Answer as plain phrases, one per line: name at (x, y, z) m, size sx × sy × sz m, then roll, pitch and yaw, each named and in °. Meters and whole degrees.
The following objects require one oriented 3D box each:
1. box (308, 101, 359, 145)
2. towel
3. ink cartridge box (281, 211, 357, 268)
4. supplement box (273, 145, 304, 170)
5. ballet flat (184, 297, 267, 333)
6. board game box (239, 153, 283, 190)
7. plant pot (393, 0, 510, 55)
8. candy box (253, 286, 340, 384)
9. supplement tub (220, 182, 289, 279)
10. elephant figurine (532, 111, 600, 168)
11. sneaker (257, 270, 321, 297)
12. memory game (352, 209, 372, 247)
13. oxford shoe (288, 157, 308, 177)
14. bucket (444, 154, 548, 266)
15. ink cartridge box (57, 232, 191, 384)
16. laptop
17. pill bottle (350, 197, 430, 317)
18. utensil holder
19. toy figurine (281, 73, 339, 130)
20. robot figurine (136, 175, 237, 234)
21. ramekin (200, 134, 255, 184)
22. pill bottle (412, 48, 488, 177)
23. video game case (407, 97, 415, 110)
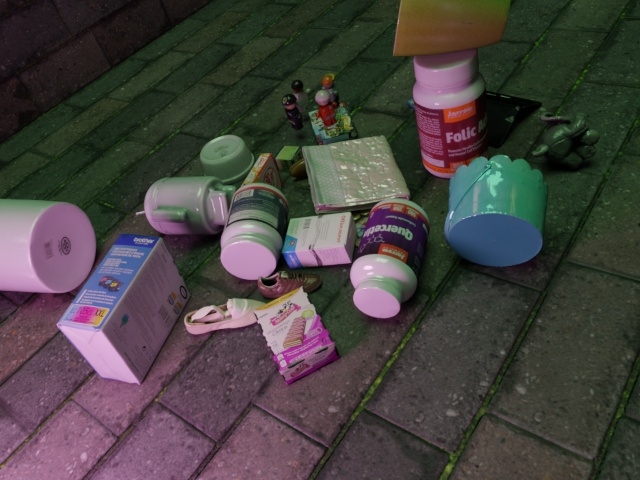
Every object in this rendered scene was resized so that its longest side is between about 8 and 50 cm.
box at (0.049, -0.456, 2.223) m, size 0.159 × 0.044 × 0.233 m, roll -17°, pitch 42°, yaw 2°
towel at (0.112, -0.231, 1.905) m, size 0.317 × 0.053 × 0.332 m, roll -8°, pitch 48°, yaw -6°
ink cartridge box at (0.000, 0.000, 1.720) m, size 0.203 × 0.086 × 0.148 m, roll -5°, pitch 45°, yaw 19°
supplement box at (-0.116, -0.309, 2.118) m, size 0.083 × 0.056 × 0.083 m, roll 7°, pitch 48°, yaw 26°
ballet flat at (-0.273, 0.210, 1.609) m, size 0.248 × 0.086 × 0.086 m, roll -16°, pitch 42°, yaw 3°
board game box at (-0.202, -0.187, 1.954) m, size 0.045 × 0.147 × 0.193 m, roll 3°, pitch 47°, yaw 23°
plant pot at (0.372, -0.646, 1.590) m, size 0.293 × 0.275 × 0.275 m, roll 9°, pitch 47°, yaw 5°
candy box at (-0.068, 0.248, 1.503) m, size 0.159 × 0.071 × 0.233 m, roll -26°, pitch 42°, yaw -8°
supplement tub at (-0.204, -0.032, 1.758) m, size 0.191 × 0.191 × 0.272 m, roll -7°, pitch 43°, yaw 12°
elephant figurine at (0.765, -0.338, 1.788) m, size 0.169 × 0.186 × 0.239 m, roll -53°, pitch 19°, yaw 27°
sneaker at (-0.092, 0.123, 1.643) m, size 0.188 × 0.071 × 0.066 m, roll -13°, pitch 42°, yaw 7°
memory game at (0.155, -0.046, 1.777) m, size 0.186 × 0.012 × 0.186 m, roll -10°, pitch 43°, yaw 10°
oxford shoe at (-0.010, -0.261, 2.020) m, size 0.212 × 0.076 × 0.076 m, roll -15°, pitch 48°, yaw 3°
bucket at (0.468, -0.069, 1.504) m, size 0.281 × 0.281 × 0.183 m, roll 2°, pitch 54°, yaw 21°
ink cartridge box at (-0.525, 0.167, 1.604) m, size 0.151 × 0.270 × 0.395 m, roll 7°, pitch 48°, yaw 19°
laptop at (0.621, -0.445, 2.031) m, size 0.234 × 0.137 × 0.264 m, roll 27°, pitch 33°, yaw 38°
pill bottle at (0.189, 0.047, 1.541) m, size 0.181 × 0.181 × 0.323 m, roll 2°, pitch 46°, yaw 21°
utensil holder at (-1.018, 0.017, 1.907) m, size 0.385 × 0.328 × 0.328 m, roll 2°, pitch 46°, yaw 18°
toy figurine at (-0.034, -0.552, 2.209) m, size 0.213 × 0.148 × 0.209 m, roll -3°, pitch 45°, yaw 19°
robot figurine at (-0.454, -0.120, 1.933) m, size 0.353 × 0.200 × 0.300 m, roll 0°, pitch 15°, yaw 19°
ramekin at (-0.367, -0.319, 2.181) m, size 0.207 × 0.109 × 0.207 m, roll -10°, pitch 43°, yaw 9°
pill bottle at (0.415, -0.414, 1.787) m, size 0.224 × 0.392 × 0.224 m, roll -10°, pitch 43°, yaw 10°
video game case at (0.425, -0.526, 2.184) m, size 0.119 × 0.015 × 0.166 m, roll -23°, pitch 42°, yaw -4°
